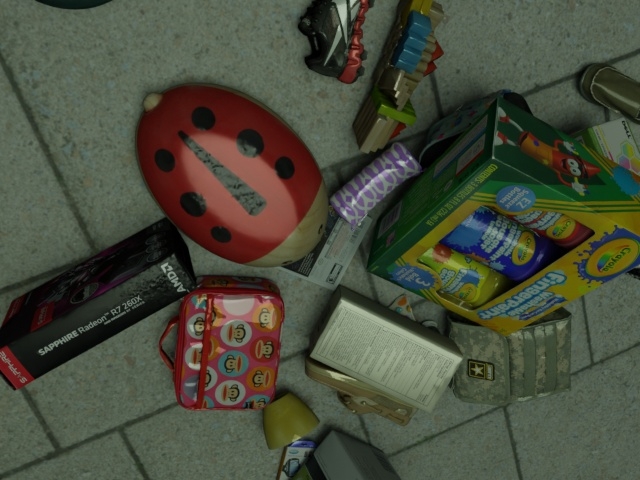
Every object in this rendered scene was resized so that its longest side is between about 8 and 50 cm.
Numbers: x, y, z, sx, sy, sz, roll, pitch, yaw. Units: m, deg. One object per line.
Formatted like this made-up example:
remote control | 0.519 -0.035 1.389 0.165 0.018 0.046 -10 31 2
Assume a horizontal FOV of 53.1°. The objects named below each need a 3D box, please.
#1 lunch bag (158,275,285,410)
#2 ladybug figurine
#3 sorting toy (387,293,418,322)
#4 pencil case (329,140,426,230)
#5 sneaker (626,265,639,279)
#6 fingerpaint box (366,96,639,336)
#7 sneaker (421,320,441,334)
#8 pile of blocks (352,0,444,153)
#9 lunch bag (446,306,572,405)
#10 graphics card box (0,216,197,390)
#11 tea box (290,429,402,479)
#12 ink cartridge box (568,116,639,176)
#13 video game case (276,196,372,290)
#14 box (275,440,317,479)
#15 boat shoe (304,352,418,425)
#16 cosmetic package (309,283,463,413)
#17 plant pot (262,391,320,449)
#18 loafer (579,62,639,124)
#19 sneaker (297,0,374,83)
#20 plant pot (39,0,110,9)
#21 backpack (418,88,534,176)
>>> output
lunch bag | -0.217 0.221 1.389 0.258 0.120 0.293 4 106 -13
ladybug figurine | -0.166 -0.115 1.243 0.449 0.162 0.305 40 95 -20
sorting toy | 0.186 0.183 1.533 0.075 0.045 0.083 -20 114 12
pencil case | 0.113 -0.113 1.326 0.206 0.086 0.088 -41 85 9
sneaker | 0.776 0.001 1.602 0.292 0.110 0.118 42 85 -25
fingerpaint box | 0.361 -0.013 1.272 0.371 0.163 0.445 26 144 -13
sneaker | 0.251 0.282 1.560 0.065 0.076 0.167 10 106 -18
pile of blocks | 0.185 -0.338 1.284 0.112 0.149 0.362 16 103 -20
lunch bag | 0.451 0.270 1.568 0.286 0.169 0.235 -11 115 -4
graphics card box | -0.423 0.107 1.221 0.370 0.233 0.094 -28 114 -4
tea box | 0.065 0.697 1.499 0.220 0.329 0.323 35 98 -36
ink cartridge box | 0.680 -0.178 1.440 0.255 0.097 0.189 -19 86 -27
video game case | 0.000 0.000 1.420 0.173 0.022 0.190 23 102 -22
box | -0.058 0.553 1.595 0.081 0.028 0.136 9 104 -19
boat shoe | 0.099 0.363 1.521 0.341 0.121 0.110 25 100 -23
cosmetic package | 0.144 0.244 1.455 0.309 0.113 0.160 27 100 -7
plant pot | -0.082 0.411 1.495 0.134 0.134 0.095 -26 86 -6
loafer | 0.706 -0.333 1.467 0.251 0.087 0.094 17 103 -21
sneaker | 0.028 -0.444 1.228 0.135 0.097 0.276 1 110 -19
plant pot | -0.413 -0.517 1.003 0.293 0.235 0.293 -5 110 -15
backpack | 0.342 -0.179 1.349 0.253 0.191 0.225 -23 119 32
